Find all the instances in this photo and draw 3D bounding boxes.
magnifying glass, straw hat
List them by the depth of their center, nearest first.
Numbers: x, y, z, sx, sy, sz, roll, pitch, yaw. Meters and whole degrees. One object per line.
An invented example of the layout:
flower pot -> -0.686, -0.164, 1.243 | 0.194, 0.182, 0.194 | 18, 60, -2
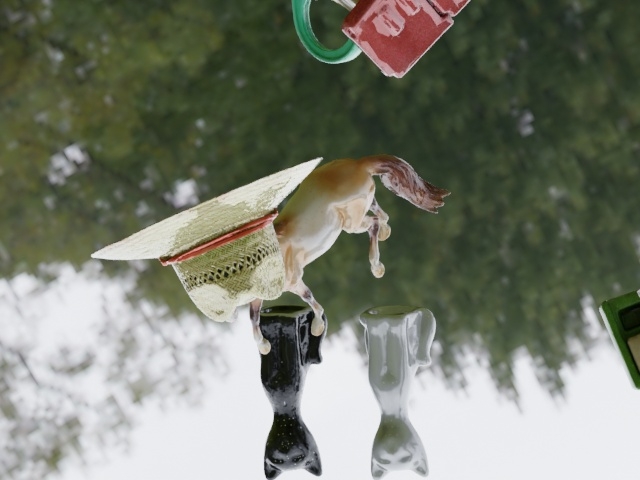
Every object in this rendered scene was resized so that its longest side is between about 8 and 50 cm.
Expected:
straw hat -> -0.049, 0.009, 0.940 | 0.144, 0.061, 0.144 | -22, 180, 0
magnifying glass -> -0.016, -0.293, 1.839 | 0.026, 0.231, 0.092 | -12, 164, -46

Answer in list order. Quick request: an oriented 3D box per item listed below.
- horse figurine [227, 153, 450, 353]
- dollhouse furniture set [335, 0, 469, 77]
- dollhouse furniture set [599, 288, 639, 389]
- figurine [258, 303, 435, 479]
horse figurine -> 0.000, 0.000, 1.636 | 0.263, 0.174, 0.066 | -42, -128, -15
dollhouse furniture set -> -0.015, -0.309, 1.474 | 0.152, 0.374, 0.201 | -49, -122, 2
dollhouse furniture set -> 0.410, 0.167, 1.717 | 0.151, 0.301, 0.197 | -22, 173, -1
figurine -> 0.029, 0.184, 2.066 | 0.215, 0.209, 0.092 | 0, -173, 13
